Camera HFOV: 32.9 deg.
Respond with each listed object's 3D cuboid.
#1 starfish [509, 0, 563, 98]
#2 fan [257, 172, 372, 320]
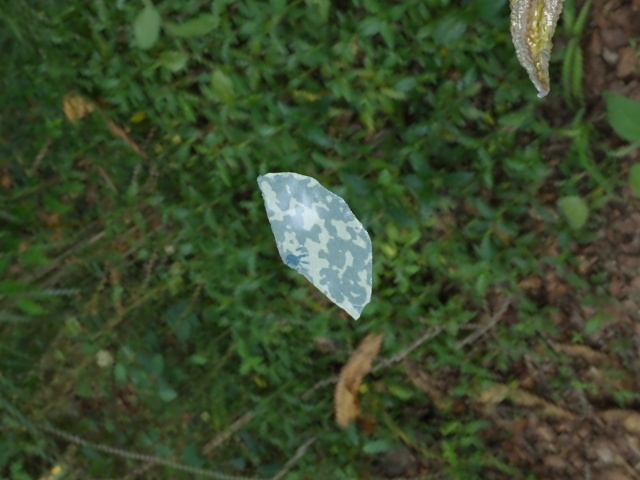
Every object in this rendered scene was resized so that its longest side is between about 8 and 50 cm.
[{"bbox_3d":[0.290,-0.364,1.204,0.383,0.132,0.398,12,124,26],"label":"starfish"},{"bbox_3d":[0.000,0.000,1.482,0.131,0.009,0.240,-33,93,27],"label":"fan"}]
